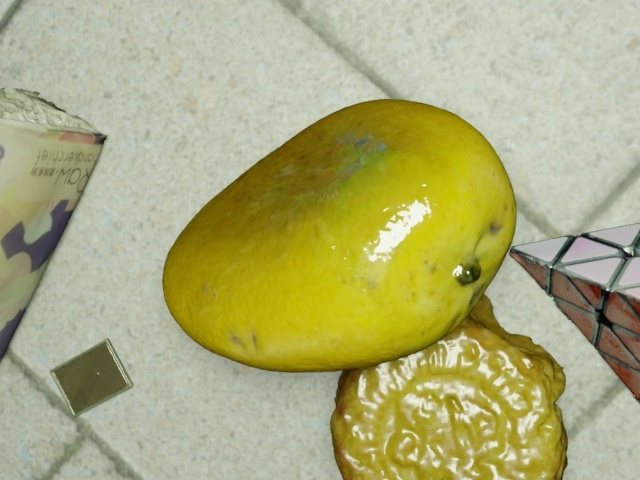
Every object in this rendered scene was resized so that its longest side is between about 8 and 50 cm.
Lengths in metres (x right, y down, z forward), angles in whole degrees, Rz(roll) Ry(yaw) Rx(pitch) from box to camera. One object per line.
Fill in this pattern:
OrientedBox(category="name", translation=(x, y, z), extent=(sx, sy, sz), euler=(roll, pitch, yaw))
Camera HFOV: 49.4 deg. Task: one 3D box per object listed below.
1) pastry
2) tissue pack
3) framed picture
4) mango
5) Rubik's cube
OrientedBox(category="pastry", translation=(0.130, 0.184, 0.693), extent=(0.240, 0.132, 0.235), euler=(44, 101, 4))
OrientedBox(category="tissue pack", translation=(-0.382, 0.004, 0.723), extent=(0.125, 0.242, 0.344), euler=(30, 98, 8))
OrientedBox(category="framed picture", translation=(-0.274, 0.165, 0.833), extent=(0.089, 0.006, 0.066), euler=(-29, 89, 12))
OrientedBox(category="mango", translation=(0.000, 0.000, 0.661), extent=(0.365, 0.182, 0.253), euler=(-13, 50, 23))
OrientedBox(category="Rubik's cube", translation=(0.335, 0.029, 0.647), extent=(0.178, 0.190, 0.211), euler=(-41, 90, -6))
